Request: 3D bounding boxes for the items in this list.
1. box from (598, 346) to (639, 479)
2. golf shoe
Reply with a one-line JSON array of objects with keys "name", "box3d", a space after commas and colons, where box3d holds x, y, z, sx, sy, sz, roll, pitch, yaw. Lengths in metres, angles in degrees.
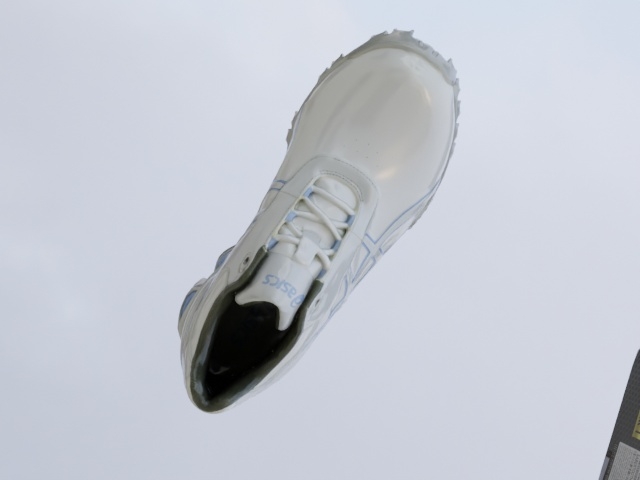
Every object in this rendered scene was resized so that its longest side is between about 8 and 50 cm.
[{"name": "box", "box3d": [0.254, 0.066, 0.968, 0.059, 0.183, 0.233, 24, -84, 68]}, {"name": "golf shoe", "box3d": [0.000, 0.000, 0.764, 0.069, 0.086, 0.176, 29, -69, -5]}]
